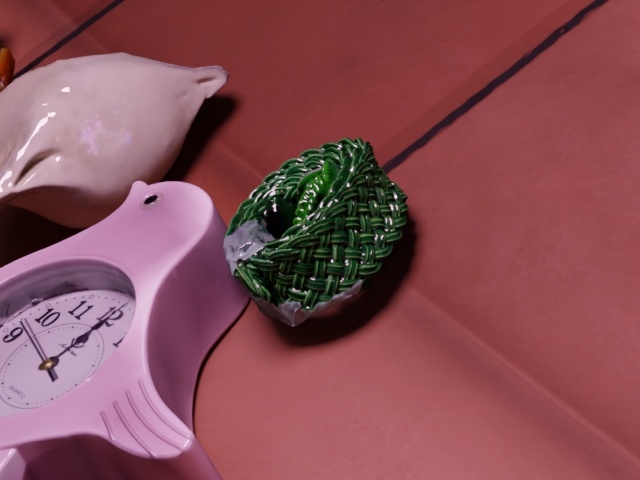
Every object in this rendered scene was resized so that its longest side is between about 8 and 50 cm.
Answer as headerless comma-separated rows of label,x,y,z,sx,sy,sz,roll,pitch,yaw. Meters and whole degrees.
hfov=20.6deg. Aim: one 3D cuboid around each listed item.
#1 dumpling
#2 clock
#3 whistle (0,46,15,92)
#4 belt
dumpling,-0.196,-0.083,1.424,0.252,0.131,0.179,-36,12,-26
clock,-0.138,0.092,1.182,0.275,0.080,0.290,-38,39,-16
whistle,-0.341,-0.133,1.597,0.131,0.106,0.288,-18,38,24
belt,0.000,0.000,1.213,0.121,0.079,0.151,-24,23,27
